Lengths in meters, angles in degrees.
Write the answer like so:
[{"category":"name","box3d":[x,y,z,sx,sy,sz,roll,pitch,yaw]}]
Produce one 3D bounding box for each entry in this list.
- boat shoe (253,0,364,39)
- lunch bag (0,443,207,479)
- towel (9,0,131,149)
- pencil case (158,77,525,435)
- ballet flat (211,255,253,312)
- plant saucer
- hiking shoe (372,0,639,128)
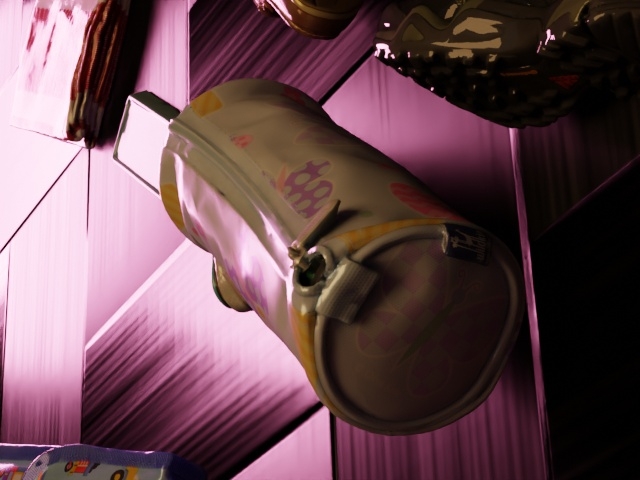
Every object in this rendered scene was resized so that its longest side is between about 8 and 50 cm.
[{"category":"boat shoe","box3d":[-0.012,-0.165,1.119,0.178,0.064,0.060,-108,34,-57]},{"category":"lunch bag","box3d":[-0.159,0.250,1.133,0.293,0.138,0.221,-13,58,56]},{"category":"towel","box3d":[-0.211,-0.253,1.588,0.237,0.037,0.329,18,95,65]},{"category":"pencil case","box3d":[0.000,0.000,0.943,0.273,0.124,0.113,45,119,61]},{"category":"ballet flat","box3d":[-0.043,-0.031,1.144,0.052,0.057,0.168,-24,56,26]},{"category":"plant saucer","box3d":[-0.119,-0.065,1.336,0.192,0.018,0.067,34,109,62]},{"category":"hiking shoe","box3d":[0.111,-0.122,0.843,0.227,0.086,0.114,0,65,58]}]
